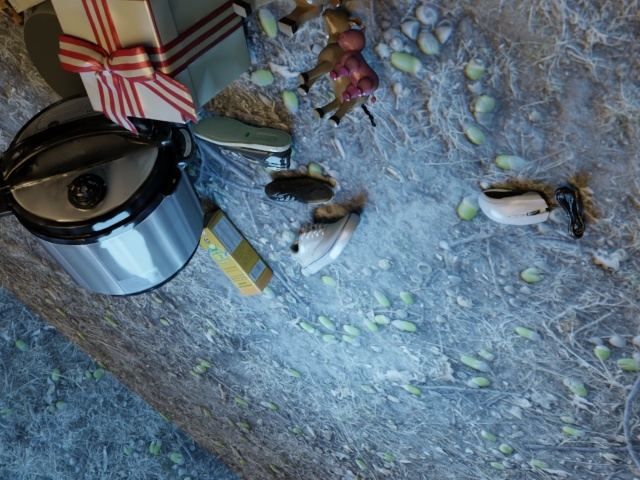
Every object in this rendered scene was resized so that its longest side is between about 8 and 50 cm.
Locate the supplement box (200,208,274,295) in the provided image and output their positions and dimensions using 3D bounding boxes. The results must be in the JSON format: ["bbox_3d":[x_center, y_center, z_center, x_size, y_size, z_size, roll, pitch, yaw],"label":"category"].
[{"bbox_3d":[-0.224,0.033,1.822,0.078,0.080,0.233,-14,120,43],"label":"supplement box"}]

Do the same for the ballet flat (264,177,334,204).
[{"bbox_3d":[-0.044,-0.109,1.559,0.173,0.049,0.057,7,94,30],"label":"ballet flat"}]

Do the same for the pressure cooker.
[{"bbox_3d":[-0.462,-0.113,1.548,0.376,0.369,0.420,25,158,19],"label":"pressure cooker"}]

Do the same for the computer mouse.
[{"bbox_3d":[0.373,-0.053,1.289,0.193,0.042,0.106,4,136,34],"label":"computer mouse"}]

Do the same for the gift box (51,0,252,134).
[{"bbox_3d":[-0.286,-0.342,1.269,0.255,0.258,0.276,9,130,32],"label":"gift box"}]

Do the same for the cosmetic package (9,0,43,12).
[{"bbox_3d":[-0.587,-0.516,1.476,0.115,0.060,0.041,-7,129,32],"label":"cosmetic package"}]

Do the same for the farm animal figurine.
[{"bbox_3d":[0.004,-0.377,1.116,0.327,0.172,0.330,39,154,13],"label":"farm animal figurine"}]

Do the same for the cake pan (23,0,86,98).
[{"bbox_3d":[-0.540,-0.404,1.589,0.293,0.054,0.293,21,142,18],"label":"cake pan"}]

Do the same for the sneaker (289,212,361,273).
[{"bbox_3d":[0.000,0.000,1.594,0.091,0.094,0.258,35,145,-8],"label":"sneaker"}]

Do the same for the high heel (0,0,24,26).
[{"bbox_3d":[-0.675,-0.576,1.456,0.186,0.093,0.261,-12,115,52],"label":"high heel"}]

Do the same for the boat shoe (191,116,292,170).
[{"bbox_3d":[-0.169,-0.202,1.505,0.233,0.084,0.079,17,140,18],"label":"boat shoe"}]
